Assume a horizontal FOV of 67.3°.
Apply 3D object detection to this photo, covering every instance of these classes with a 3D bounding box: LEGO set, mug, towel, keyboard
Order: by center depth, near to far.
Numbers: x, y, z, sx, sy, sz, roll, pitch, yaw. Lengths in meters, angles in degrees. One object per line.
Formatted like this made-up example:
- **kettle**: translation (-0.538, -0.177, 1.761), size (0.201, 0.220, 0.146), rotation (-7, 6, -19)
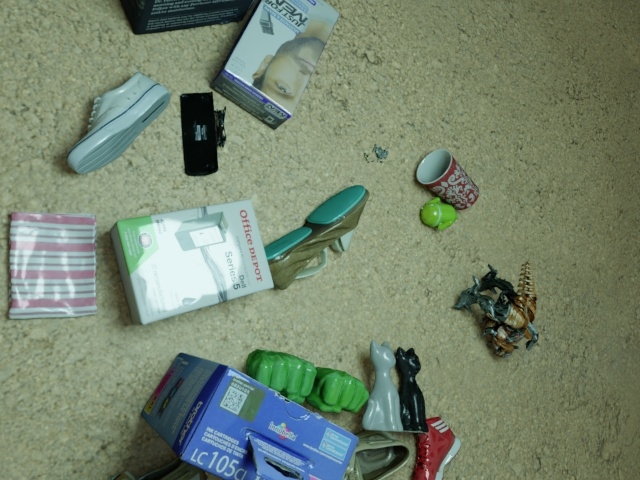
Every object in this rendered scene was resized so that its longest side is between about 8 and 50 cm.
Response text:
- **towel**: translation (-0.491, 0.045, 0.888), size (0.144, 0.029, 0.196), rotation (0, 81, -29)
- **keyboard**: translation (-0.258, -0.237, 1.080), size (0.100, 0.038, 0.191), rotation (-4, 84, -7)
- **LEGO set**: translation (0.159, -0.236, 1.317), size (0.083, 0.023, 0.054), rotation (-42, 103, -29)
- **mug**: translation (0.372, -0.182, 1.374), size (0.169, 0.113, 0.150), rotation (34, 56, -34)

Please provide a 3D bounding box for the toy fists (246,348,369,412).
- **toy fists**: translation (-0.026, 0.309, 1.042), size (0.279, 0.142, 0.096), rotation (26, 69, -23)

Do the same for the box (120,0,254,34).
- **box**: translation (-0.273, -0.740, 0.898), size (0.298, 0.472, 0.479), rotation (-25, 93, -31)

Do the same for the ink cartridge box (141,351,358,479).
- **ink cartridge box**: translation (-0.127, 0.327, 0.833), size (0.270, 0.396, 0.151), rotation (35, 66, -20)

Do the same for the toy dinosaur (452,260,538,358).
- **toy dinosaur**: translation (0.518, 0.183, 1.328), size (0.164, 0.218, 0.321), rotation (-6, 126, -46)

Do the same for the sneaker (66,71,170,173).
- **sneaker**: translation (-0.416, -0.238, 0.959), size (0.091, 0.094, 0.258), rotation (36, 60, 0)

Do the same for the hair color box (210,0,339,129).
- **hair color box**: translation (-0.102, -0.463, 1.160), size (0.185, 0.110, 0.338), rotation (30, 69, -23)

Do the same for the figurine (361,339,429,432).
- **figurine**: translation (0.179, 0.352, 1.164), size (0.215, 0.092, 0.209), rotation (27, 58, -47)

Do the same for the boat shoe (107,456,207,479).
- **boat shoe**: translation (-0.349, 0.466, 0.854), size (0.303, 0.113, 0.103), rotation (-1, 80, -41)

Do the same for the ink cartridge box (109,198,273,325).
- **ink cartridge box**: translation (-0.256, 0.038, 0.974), size (0.273, 0.115, 0.198), rotation (-14, 88, -31)

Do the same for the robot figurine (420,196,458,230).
- **robot figurine**: translation (0.334, -0.072, 1.363), size (0.115, 0.067, 0.101), rotation (4, 52, -29)

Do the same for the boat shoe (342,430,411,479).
- **boat shoe**: translation (0.049, 0.509, 1.068), size (0.341, 0.110, 0.121), rotation (-12, 87, -31)

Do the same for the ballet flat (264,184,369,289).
- **ballet flat**: translation (0.000, 0.000, 1.143), size (0.342, 0.116, 0.124), rotation (-40, 121, -29)

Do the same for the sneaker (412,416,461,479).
- **sneaker**: translation (0.255, 0.538, 1.212), size (0.128, 0.087, 0.221), rotation (53, 48, -2)
